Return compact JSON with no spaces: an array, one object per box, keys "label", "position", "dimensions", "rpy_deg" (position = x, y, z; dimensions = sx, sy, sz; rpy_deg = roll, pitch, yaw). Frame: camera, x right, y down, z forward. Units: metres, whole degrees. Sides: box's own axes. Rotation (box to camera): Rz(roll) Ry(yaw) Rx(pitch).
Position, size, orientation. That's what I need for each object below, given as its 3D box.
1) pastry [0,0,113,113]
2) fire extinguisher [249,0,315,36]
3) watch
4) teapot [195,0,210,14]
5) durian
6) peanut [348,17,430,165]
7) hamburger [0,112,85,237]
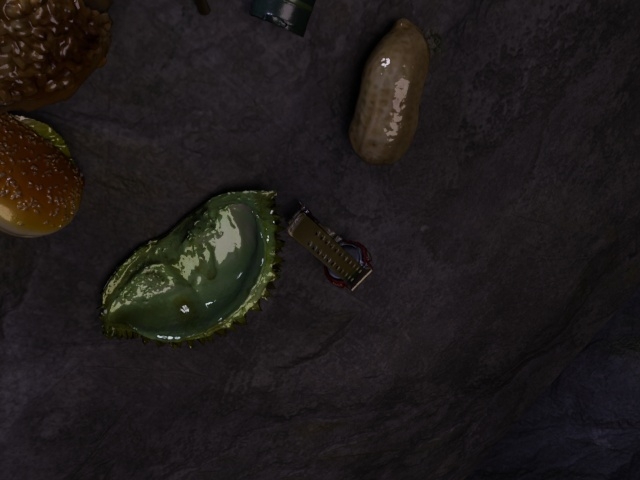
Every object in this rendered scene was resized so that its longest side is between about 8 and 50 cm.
[{"label":"pastry","position":[-0.370,-0.294,0.598],"dimensions":[0.284,0.184,0.316],"rpy_deg":[18,98,-34]},{"label":"fire extinguisher","position":[-0.019,-0.458,0.774],"dimensions":[0.093,0.118,0.294],"rpy_deg":[-21,136,-62]},{"label":"watch","position":[0.001,0.001,1.014],"dimensions":[0.102,0.165,0.268],"rpy_deg":[-46,132,2]},{"label":"teapot","position":[-0.189,-0.376,0.764],"dimensions":[0.080,0.085,0.110],"rpy_deg":[-64,159,-10]},{"label":"durian","position":[-0.215,0.068,0.953],"dimensions":[0.394,0.163,0.198],"rpy_deg":[-29,126,-2]},{"label":"peanut","position":[0.125,-0.261,0.958],"dimensions":[0.122,0.137,0.253],"rpy_deg":[16,117,14]},{"label":"hamburger","position":[-0.428,-0.098,0.726],"dimensions":[0.116,0.173,0.210],"rpy_deg":[-25,131,24]}]
